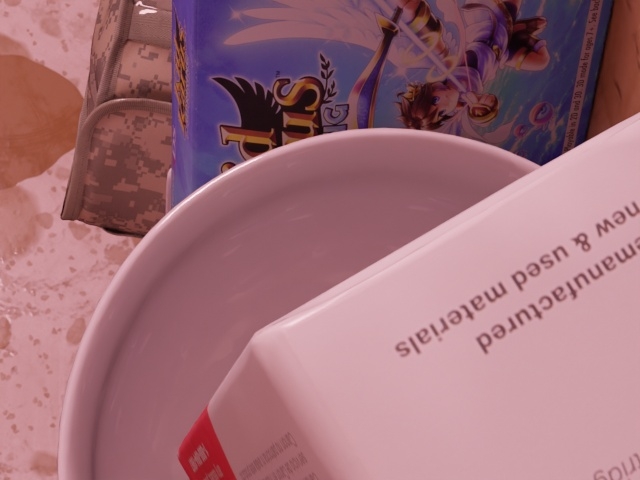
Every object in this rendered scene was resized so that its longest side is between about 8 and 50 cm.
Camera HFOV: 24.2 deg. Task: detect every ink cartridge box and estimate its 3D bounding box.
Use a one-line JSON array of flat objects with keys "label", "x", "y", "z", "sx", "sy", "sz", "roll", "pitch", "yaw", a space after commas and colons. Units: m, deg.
[{"label": "ink cartridge box", "x": 0.123, "y": 0.181, "z": 0.511, "sx": 0.385, "sy": 0.160, "sz": 0.279, "roll": 59, "pitch": 163, "yaw": 7}]

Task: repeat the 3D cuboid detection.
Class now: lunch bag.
[{"label": "lunch bag", "x": -0.072, "y": -0.124, "z": 1.214, "sx": 0.169, "sy": 0.235, "sz": 0.287, "roll": -156, "pitch": 77, "yaw": -76}]

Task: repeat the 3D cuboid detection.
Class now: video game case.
[{"label": "video game case", "x": 0.040, "y": -0.112, "z": 0.846, "sx": 0.061, "sy": 0.244, "sz": 0.269, "roll": -113, "pitch": 22, "yaw": -50}]

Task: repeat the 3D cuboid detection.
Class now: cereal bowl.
[{"label": "cereal bowl", "x": 0.032, "y": 0.120, "z": 0.801, "sx": 0.141, "sy": 0.339, "sz": 0.339, "roll": 107, "pitch": 155, "yaw": -76}]

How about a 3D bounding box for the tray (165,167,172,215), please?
[{"label": "tray", "x": 0.013, "y": -0.037, "z": 1.011, "sx": 0.030, "sy": 0.270, "sz": 0.145, "roll": 44, "pitch": 145, "yaw": 31}]
